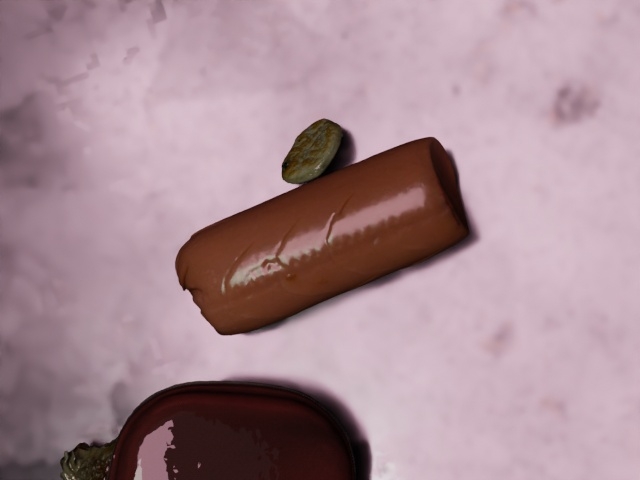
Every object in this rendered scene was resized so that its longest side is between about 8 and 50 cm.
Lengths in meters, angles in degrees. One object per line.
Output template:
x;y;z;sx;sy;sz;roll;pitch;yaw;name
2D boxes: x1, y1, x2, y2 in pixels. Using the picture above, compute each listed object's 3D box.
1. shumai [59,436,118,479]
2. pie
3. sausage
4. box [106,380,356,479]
-0.229;0.255;2.008;0.087;0.099;0.124;8;77;28;shumai
-0.009;-0.093;1.990;0.085;0.085;0.017;-41;119;6;pie
-0.001;0.000;1.957;0.304;0.121;0.121;-23;84;11;sausage
-0.098;0.343;1.936;0.263;0.108;0.404;5;89;-11;box
